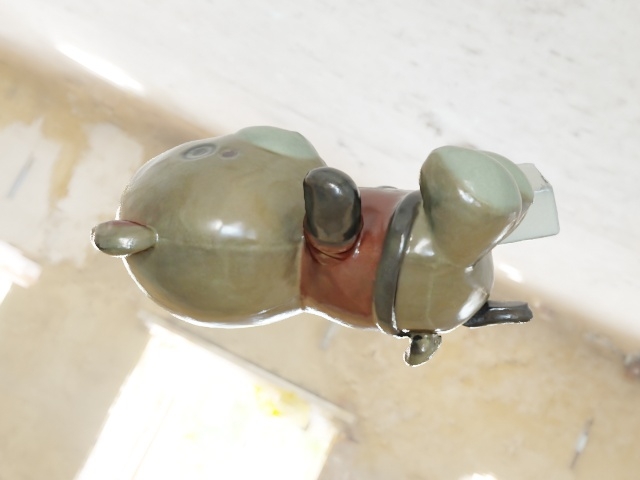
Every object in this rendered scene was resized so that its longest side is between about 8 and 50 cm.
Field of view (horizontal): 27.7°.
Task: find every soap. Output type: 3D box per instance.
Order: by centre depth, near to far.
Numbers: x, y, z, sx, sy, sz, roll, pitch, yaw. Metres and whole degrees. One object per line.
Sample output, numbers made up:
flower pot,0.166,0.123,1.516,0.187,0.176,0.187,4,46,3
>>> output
soap,0.198,-0.041,1.469,0.121,0.064,0.183,-9,-169,5

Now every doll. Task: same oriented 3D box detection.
doll,0.000,0.000,1.018,0.329,0.174,0.235,6,-170,18
